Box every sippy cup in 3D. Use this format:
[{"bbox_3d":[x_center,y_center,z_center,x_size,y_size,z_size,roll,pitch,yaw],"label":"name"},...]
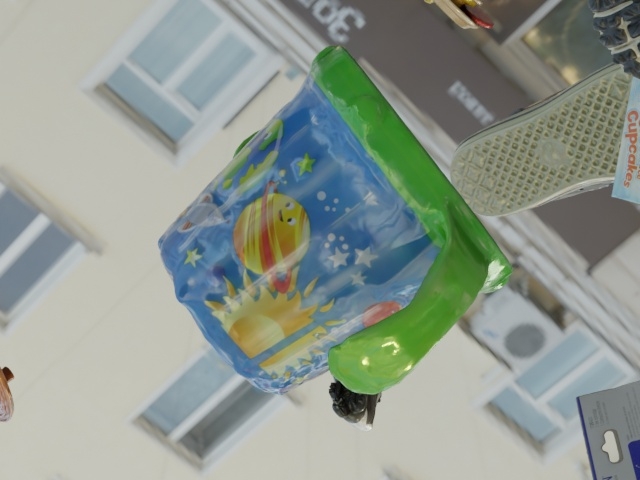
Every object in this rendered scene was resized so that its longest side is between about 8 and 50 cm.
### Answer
[{"bbox_3d":[0.000,0.000,0.981,0.240,0.224,0.305,52,-175,2],"label":"sippy cup"}]

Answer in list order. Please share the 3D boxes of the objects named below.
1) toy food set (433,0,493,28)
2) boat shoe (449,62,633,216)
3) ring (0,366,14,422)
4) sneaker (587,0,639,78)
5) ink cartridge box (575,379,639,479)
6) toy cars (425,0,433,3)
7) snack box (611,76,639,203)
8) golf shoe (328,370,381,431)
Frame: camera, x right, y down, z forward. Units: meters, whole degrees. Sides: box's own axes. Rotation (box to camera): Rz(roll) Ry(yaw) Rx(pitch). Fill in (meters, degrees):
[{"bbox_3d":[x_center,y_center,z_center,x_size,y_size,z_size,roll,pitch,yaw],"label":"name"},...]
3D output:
[{"bbox_3d":[0.073,-0.161,0.737,0.082,0.020,0.083,55,-163,21],"label":"toy food set"},{"bbox_3d":[0.416,-0.159,1.701,0.156,0.500,0.187,-33,-78,-50],"label":"boat shoe"},{"bbox_3d":[-0.530,0.112,1.705,0.032,0.336,0.336,-37,-98,-28],"label":"ring"},{"bbox_3d":[0.329,-0.183,1.064,0.110,0.122,0.283,11,141,46],"label":"sneaker"},{"bbox_3d":[0.574,0.310,1.885,0.303,0.307,0.072,-82,-32,-61],"label":"ink cartridge box"},{"bbox_3d":[0.101,-0.371,1.240,0.087,0.176,0.394,5,-153,-27],"label":"toy cars"},{"bbox_3d":[0.485,-0.124,1.363,0.322,0.187,0.060,3,-170,-26],"label":"snack box"},{"bbox_3d":[0.056,0.221,1.955,0.094,0.077,0.198,55,-151,-40],"label":"golf shoe"}]
